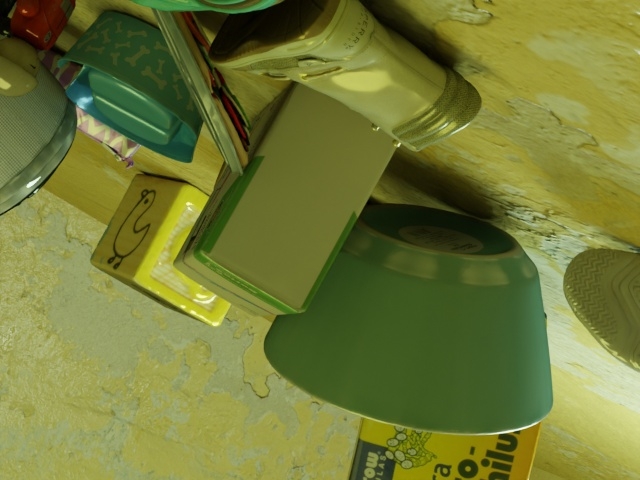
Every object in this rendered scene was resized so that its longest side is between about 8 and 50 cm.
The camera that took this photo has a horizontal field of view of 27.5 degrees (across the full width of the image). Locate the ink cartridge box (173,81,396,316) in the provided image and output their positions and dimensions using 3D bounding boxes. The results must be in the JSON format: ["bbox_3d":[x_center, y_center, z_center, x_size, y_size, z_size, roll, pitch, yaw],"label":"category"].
[{"bbox_3d":[-0.043,-0.037,1.320,0.117,0.201,0.278,30,171,-8],"label":"ink cartridge box"}]

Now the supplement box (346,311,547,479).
[{"bbox_3d":[0.157,0.203,1.569,0.195,0.194,0.356,13,-164,7],"label":"supplement box"}]

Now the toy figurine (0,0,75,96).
[{"bbox_3d":[-0.362,-0.245,1.274,0.213,0.148,0.209,19,167,47],"label":"toy figurine"}]

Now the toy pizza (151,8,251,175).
[{"bbox_3d":[-0.105,-0.152,1.151,0.201,0.032,0.201,155,90,-86],"label":"toy pizza"}]

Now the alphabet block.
[{"bbox_3d":[-0.247,0.014,2.254,0.193,0.192,0.197,31,170,-31],"label":"alphabet block"}]

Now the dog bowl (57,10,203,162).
[{"bbox_3d":[-0.196,-0.169,1.450,0.165,0.074,0.297,29,172,-3],"label":"dog bowl"}]

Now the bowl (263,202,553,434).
[{"bbox_3d":[0.105,0.063,1.367,0.311,0.163,0.311,9,-164,-3],"label":"bowl"}]

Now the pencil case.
[{"bbox_3d":[-0.312,-0.177,1.696,0.206,0.088,0.086,31,169,-12],"label":"pencil case"}]

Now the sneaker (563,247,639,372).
[{"bbox_3d":[0.346,0.101,1.269,0.268,0.101,0.153,30,175,4],"label":"sneaker"}]

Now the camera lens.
[{"bbox_3d":[-0.433,-0.168,1.508,0.219,0.219,0.274,17,151,51],"label":"camera lens"}]

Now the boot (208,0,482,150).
[{"bbox_3d":[0.014,-0.135,1.026,0.165,0.077,0.213,29,171,-26],"label":"boot"}]

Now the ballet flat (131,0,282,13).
[{"bbox_3d":[-0.067,-0.201,0.931,0.087,0.083,0.247,4,-173,-36],"label":"ballet flat"}]

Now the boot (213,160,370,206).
[{"bbox_3d":[-0.011,-0.036,1.564,0.203,0.095,0.262,27,175,13],"label":"boot"}]
